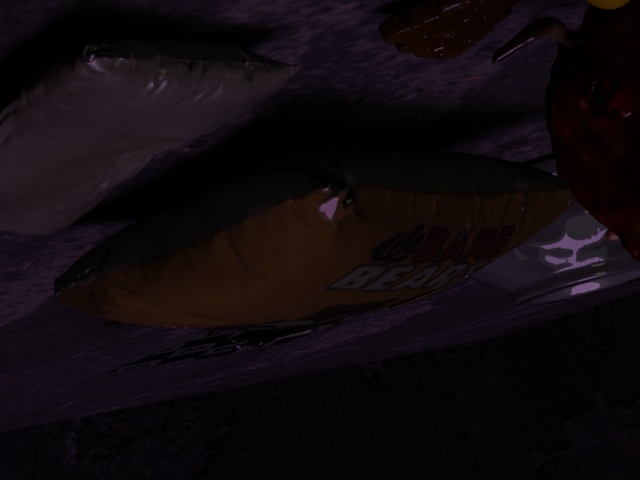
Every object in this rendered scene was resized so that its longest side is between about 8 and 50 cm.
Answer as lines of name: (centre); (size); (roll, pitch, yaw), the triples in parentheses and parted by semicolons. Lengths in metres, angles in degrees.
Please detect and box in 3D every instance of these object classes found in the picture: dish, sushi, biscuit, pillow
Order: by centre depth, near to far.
pillow: (-0.134, -0.055, 0.689); (0.230, 0.050, 0.148); (-26, 170, 40)
biscuit: (0.073, -0.120, 0.701); (0.082, 0.016, 0.092); (-20, 171, 4)
pillow: (0.000, 0.000, 0.978); (0.312, 0.119, 0.310); (-20, 165, 41)
dish: (0.257, -0.008, 1.305); (0.303, 0.120, 0.303); (-12, 170, -2)
sushi: (-0.074, 0.086, 1.549); (0.294, 0.059, 0.292); (-22, 168, 39)

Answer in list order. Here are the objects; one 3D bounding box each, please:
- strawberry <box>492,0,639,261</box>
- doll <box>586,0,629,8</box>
strawberry: (0.237, -0.070, 0.577); (0.343, 0.292, 0.292); (-3, 178, 36)
doll: (0.072, -0.135, 0.513); (0.113, 0.071, 0.135); (2, 178, 44)
